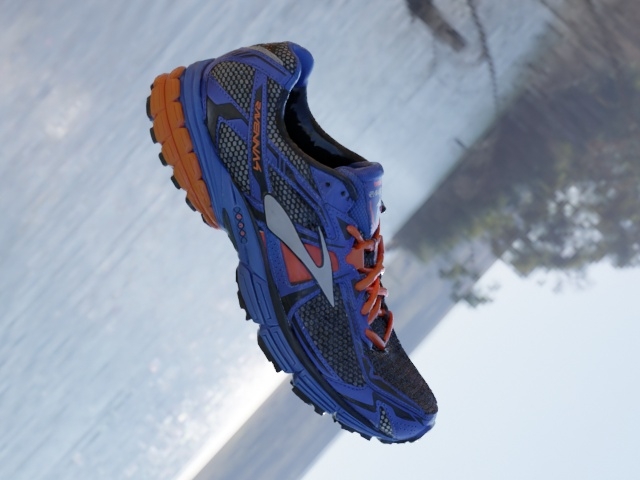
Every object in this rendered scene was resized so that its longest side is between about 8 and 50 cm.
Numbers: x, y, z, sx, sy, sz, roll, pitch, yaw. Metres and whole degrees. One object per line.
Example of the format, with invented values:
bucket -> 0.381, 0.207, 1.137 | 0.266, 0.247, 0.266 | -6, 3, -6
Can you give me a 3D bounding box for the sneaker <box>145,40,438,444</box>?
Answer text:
sneaker -> 0.000, 0.000, 0.650 | 0.087, 0.221, 0.083 | -29, -177, 16
